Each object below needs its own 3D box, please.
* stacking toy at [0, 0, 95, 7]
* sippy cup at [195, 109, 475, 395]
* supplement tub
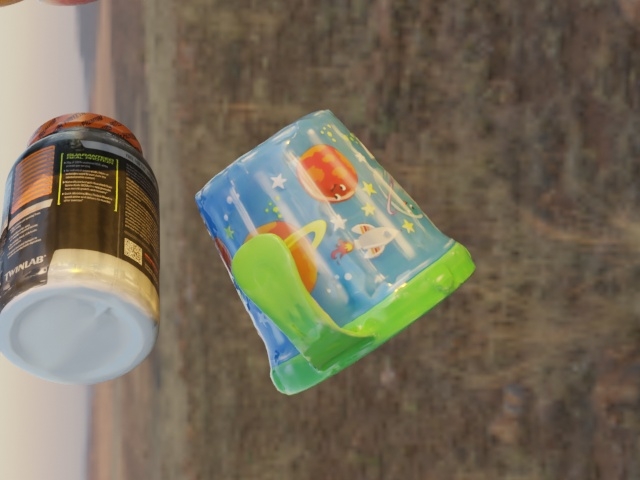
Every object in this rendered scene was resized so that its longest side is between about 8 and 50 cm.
[{"bbox_3d":[-0.244,-0.399,1.713,0.350,0.480,0.350,-167,90,-84],"label":"stacking toy"},{"bbox_3d":[0.000,0.000,1.403,0.224,0.240,0.305,56,164,0],"label":"sippy cup"},{"bbox_3d":[-0.311,0.001,1.808,0.338,0.207,0.207,-96,11,-45],"label":"supplement tub"}]
